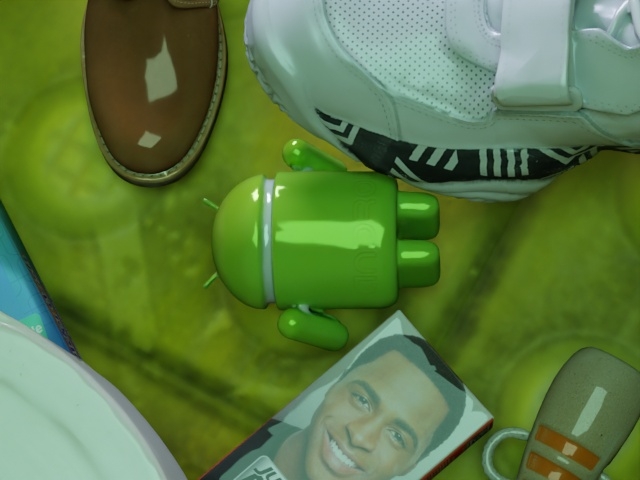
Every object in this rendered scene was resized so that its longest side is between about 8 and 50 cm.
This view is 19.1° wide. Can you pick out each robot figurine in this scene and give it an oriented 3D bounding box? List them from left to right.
[{"bbox_3d":[0.000,0.000,0.915,0.115,0.067,0.101,-1,72,4],"label":"robot figurine"}]

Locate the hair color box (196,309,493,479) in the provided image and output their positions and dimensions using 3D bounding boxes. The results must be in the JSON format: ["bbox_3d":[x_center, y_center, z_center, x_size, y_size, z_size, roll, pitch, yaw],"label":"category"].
[{"bbox_3d":[0.007,0.106,0.905,0.141,0.043,0.072,-41,78,-6],"label":"hair color box"}]

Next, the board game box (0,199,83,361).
[{"bbox_3d":[-0.194,0.080,0.921,0.160,0.047,0.210,-29,78,-2],"label":"board game box"}]

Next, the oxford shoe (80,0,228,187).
[{"bbox_3d":[-0.084,-0.134,0.946,0.076,0.076,0.212,2,80,2],"label":"oxford shoe"}]

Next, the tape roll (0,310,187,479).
[{"bbox_3d":[-0.186,0.167,0.828,0.286,0.100,0.286,-1,80,3],"label":"tape roll"}]

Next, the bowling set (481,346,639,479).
[{"bbox_3d":[0.186,0.160,0.810,0.287,0.200,0.154,29,83,13],"label":"bowling set"}]

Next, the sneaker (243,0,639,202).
[{"bbox_3d":[0.152,-0.111,0.837,0.366,0.210,0.137,10,62,0],"label":"sneaker"}]
